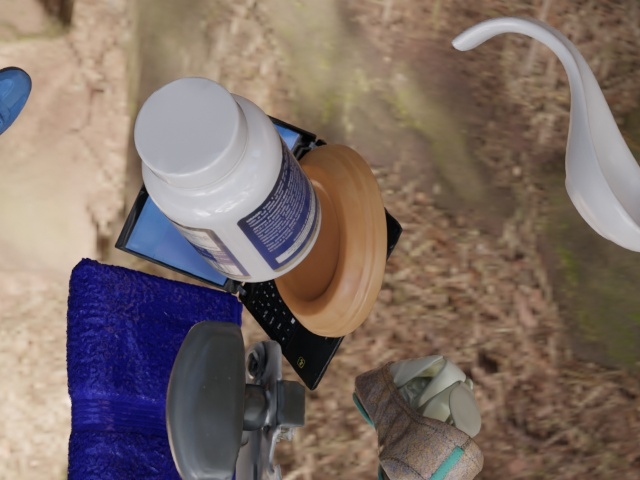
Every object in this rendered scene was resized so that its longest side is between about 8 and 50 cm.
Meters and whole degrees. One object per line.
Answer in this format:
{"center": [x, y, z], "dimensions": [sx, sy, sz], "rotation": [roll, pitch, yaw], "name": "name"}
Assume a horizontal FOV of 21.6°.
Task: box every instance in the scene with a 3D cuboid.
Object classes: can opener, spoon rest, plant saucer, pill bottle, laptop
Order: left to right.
{"center": [-0.063, -0.042, 1.119], "dimensions": [0.094, 0.169, 0.094], "rotation": [-5, 68, 13], "name": "pill bottle"}
{"center": [-0.050, 0.191, 1.018], "dimensions": [0.074, 0.093, 0.280], "rotation": [139, 131, -62], "name": "can opener"}
{"center": [-0.074, -0.002, 1.863], "dimensions": [0.264, 0.136, 0.234], "rotation": [50, 125, 35], "name": "laptop"}
{"center": [0.000, 0.000, 1.726], "dimensions": [0.200, 0.037, 0.200], "rotation": [-3, 86, 59], "name": "plant saucer"}
{"center": [0.238, -0.103, 1.544], "dimensions": [0.084, 0.137, 0.276], "rotation": [-41, 84, 24], "name": "spoon rest"}

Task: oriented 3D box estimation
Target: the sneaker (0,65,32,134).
{"center": [-0.434, -0.129, 2.094], "dimensions": [0.209, 0.069, 0.082], "rotation": [-43, 34, -5], "name": "sneaker"}

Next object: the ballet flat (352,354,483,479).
{"center": [0.104, 0.170, 1.608], "dimensions": [0.107, 0.316, 0.106], "rotation": [38, 98, -15], "name": "ballet flat"}

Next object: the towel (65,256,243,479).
{"center": [-0.169, 0.180, 1.815], "dimensions": [0.076, 0.228, 0.308], "rotation": [-27, 58, 41], "name": "towel"}
